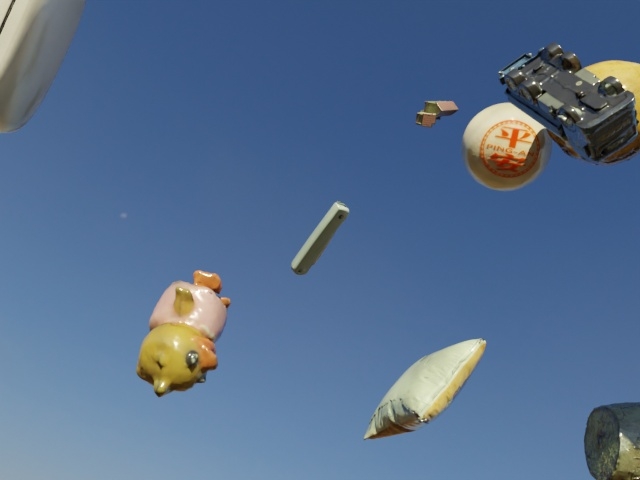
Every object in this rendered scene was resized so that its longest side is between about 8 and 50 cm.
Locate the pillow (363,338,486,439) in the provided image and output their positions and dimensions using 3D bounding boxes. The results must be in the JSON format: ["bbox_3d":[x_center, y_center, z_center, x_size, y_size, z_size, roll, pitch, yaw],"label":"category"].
[{"bbox_3d":[0.270,0.391,1.533,0.119,0.310,0.312,47,-34,2],"label":"pillow"}]

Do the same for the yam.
[{"bbox_3d":[0.594,0.362,1.042,0.255,0.154,0.154,6,-36,-10],"label":"yam"}]

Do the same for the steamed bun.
[{"bbox_3d":[0.486,-0.239,1.518,0.232,0.145,0.231,1,-78,3],"label":"steamed bun"}]

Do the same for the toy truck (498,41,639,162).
[{"bbox_3d":[0.287,-0.169,0.709,0.074,0.201,0.088,-33,-50,4],"label":"toy truck"}]

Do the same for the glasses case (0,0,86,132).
[{"bbox_3d":[-0.250,-0.168,0.502,0.041,0.164,0.063,31,8,12],"label":"glasses case"}]

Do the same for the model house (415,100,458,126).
[{"bbox_3d":[0.265,-0.290,1.341,0.058,0.083,0.057,26,-60,44],"label":"model house"}]

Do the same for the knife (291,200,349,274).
[{"bbox_3d":[0.000,0.000,1.033,0.044,0.023,0.162,14,-56,-37],"label":"knife"}]

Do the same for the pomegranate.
[{"bbox_3d":[0.644,-0.290,1.339,0.261,0.260,0.260,14,-38,11],"label":"pomegranate"}]

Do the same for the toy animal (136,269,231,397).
[{"bbox_3d":[-0.288,0.202,1.231,0.169,0.281,0.195,-8,-51,7],"label":"toy animal"}]
